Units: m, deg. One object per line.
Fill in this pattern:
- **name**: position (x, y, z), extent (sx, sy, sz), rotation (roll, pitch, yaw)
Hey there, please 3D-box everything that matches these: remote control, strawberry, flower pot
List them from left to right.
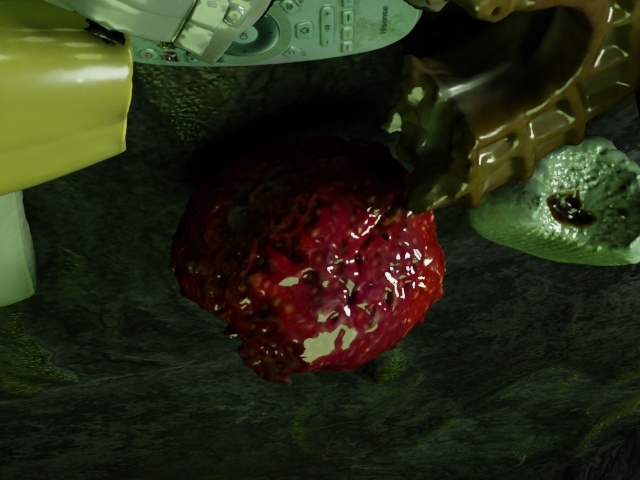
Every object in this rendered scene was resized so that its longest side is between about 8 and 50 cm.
- **flower pot**: position (-0.229, -0.119, 0.619), extent (0.179, 0.195, 0.195), rotation (-10, 156, -25)
- **remote control**: position (-0.047, -0.179, 0.713), extent (0.256, 0.045, 0.097), rotation (-5, 150, -5)
- **strawberry**: position (0.000, 0.000, 0.888), extent (0.274, 0.274, 0.221), rotation (6, 118, -30)

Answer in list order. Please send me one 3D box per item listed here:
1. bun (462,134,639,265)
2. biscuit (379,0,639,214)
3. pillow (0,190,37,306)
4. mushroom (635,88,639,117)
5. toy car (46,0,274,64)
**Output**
- **bun**: position (0.267, -0.050, 0.999), extent (0.212, 0.127, 0.203), rotation (19, 168, -36)
- **biscuit**: position (0.155, -0.169, 0.675), extent (0.268, 0.115, 0.366), rotation (-28, 153, -2)
- **pillow**: position (-0.390, -0.020, 0.810), extent (0.255, 0.120, 0.322), rotation (-3, 152, -17)
- **mushroom**: position (0.442, -0.133, 0.733), extent (0.345, 0.260, 0.345), rotation (-20, 171, -3)
- **toy car**: position (-0.066, -0.234, 0.475), extent (0.193, 0.118, 0.301), rotation (18, 133, -29)
